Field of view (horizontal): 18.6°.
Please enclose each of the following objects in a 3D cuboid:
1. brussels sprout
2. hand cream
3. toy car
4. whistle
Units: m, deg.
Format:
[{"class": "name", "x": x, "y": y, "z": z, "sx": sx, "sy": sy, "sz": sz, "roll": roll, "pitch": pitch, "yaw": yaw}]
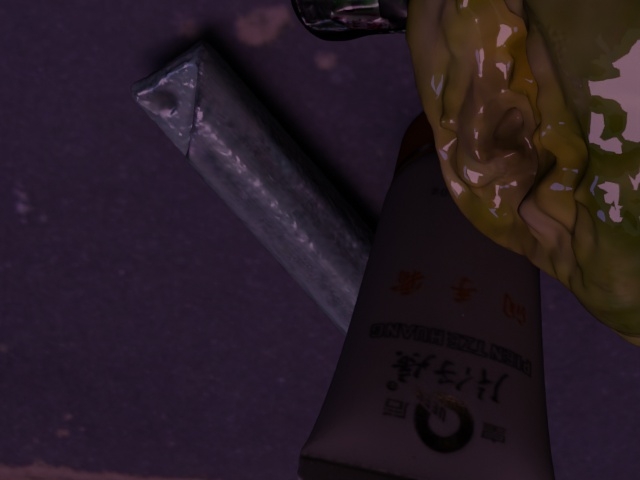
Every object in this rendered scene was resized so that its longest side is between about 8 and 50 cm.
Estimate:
[{"class": "brussels sprout", "x": 0.167, "y": -0.109, "z": 0.973, "sx": 0.268, "sy": 0.344, "sz": 0.344, "roll": 28, "pitch": 130, "yaw": 15}, {"class": "hand cream", "x": 0.066, "y": 0.044, "z": 1.096, "sx": 0.140, "sy": 0.314, "sz": 0.089, "roll": 13, "pitch": 132, "yaw": -5}, {"class": "toy car", "x": 0.053, "y": -0.147, "z": 1.112, "sx": 0.142, "sy": 0.055, "sz": 0.069, "roll": -3, "pitch": 126, "yaw": 8}, {"class": "whistle", "x": 0.000, "y": 0.000, "z": 1.233, "sx": 0.062, "sy": 0.062, "sz": 0.312, "roll": -28, "pitch": 119, "yaw": 27}]
